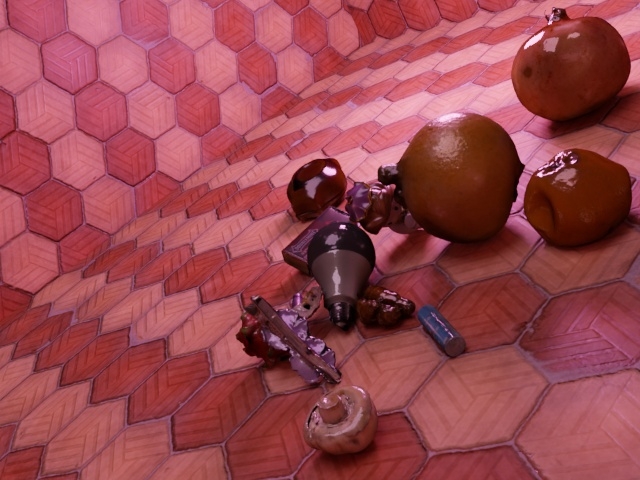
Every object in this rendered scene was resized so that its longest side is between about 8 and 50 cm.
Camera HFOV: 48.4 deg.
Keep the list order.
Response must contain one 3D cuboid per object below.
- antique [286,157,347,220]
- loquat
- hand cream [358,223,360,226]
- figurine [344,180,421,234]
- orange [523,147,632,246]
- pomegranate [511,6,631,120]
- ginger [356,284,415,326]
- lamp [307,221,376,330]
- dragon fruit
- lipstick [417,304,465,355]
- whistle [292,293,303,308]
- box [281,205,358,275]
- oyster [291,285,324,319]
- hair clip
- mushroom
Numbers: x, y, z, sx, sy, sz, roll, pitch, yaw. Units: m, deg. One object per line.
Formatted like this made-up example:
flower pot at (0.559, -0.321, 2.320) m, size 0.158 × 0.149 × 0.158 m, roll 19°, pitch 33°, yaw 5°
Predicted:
antique at (-0.012, -0.189, 2.471) m, size 0.224 × 0.129 × 0.278 m, roll -8°, pitch 33°, yaw 34°
loquat at (0.322, -0.156, 1.775) m, size 0.360 × 0.328 × 0.328 m, roll 4°, pitch 31°, yaw 8°
hand cream at (0.061, -0.055, 2.230) m, size 0.142 × 0.053 × 0.084 m, roll 7°, pitch 45°, yaw 38°
figurine at (0.180, -0.087, 1.915) m, size 0.264 × 0.142 × 0.189 m, roll 3°, pitch 23°, yaw -42°
orange at (0.579, -0.113, 1.607) m, size 0.249 × 0.183 × 0.249 m, roll -25°, pitch 25°, yaw 12°
pomegranate at (0.729, -0.527, 2.099) m, size 0.338 × 0.338 × 0.338 m, roll -24°, pitch 24°, yaw 11°
ginger at (0.141, 0.156, 1.682) m, size 0.103 × 0.073 × 0.162 m, roll -41°, pitch 28°, yaw -25°
lamp at (0.060, 0.101, 1.835) m, size 0.182 × 0.182 × 0.313 m, roll -18°, pitch 59°, yaw 23°
dragon fruit at (-0.105, 0.240, 1.731) m, size 0.236 × 0.135 × 0.137 m, roll 24°, pitch 62°, yaw 33°
lipstick at (0.257, 0.190, 1.521) m, size 0.048 × 0.048 × 0.158 m, roll -30°, pitch 24°, yaw -3°
whistle at (-0.060, 0.194, 1.878) m, size 0.033 × 0.033 × 0.176 m, roll -24°, pitch 24°, yaw 10°
box at (0.000, 0.000, 2.119) m, size 0.120 × 0.069 × 0.224 m, roll 28°, pitch 58°, yaw 34°
oyster at (-0.034, 0.162, 1.764) m, size 0.146 × 0.045 × 0.121 m, roll -39°, pitch 8°, yaw 32°
hair clip at (-0.059, 0.226, 1.628) m, size 0.292 × 0.084 × 0.106 m, roll 41°, pitch 63°, yaw 19°
mushroom at (0.034, 0.344, 1.370) m, size 0.154 × 0.122 × 0.154 m, roll -23°, pitch 32°, yaw 15°
